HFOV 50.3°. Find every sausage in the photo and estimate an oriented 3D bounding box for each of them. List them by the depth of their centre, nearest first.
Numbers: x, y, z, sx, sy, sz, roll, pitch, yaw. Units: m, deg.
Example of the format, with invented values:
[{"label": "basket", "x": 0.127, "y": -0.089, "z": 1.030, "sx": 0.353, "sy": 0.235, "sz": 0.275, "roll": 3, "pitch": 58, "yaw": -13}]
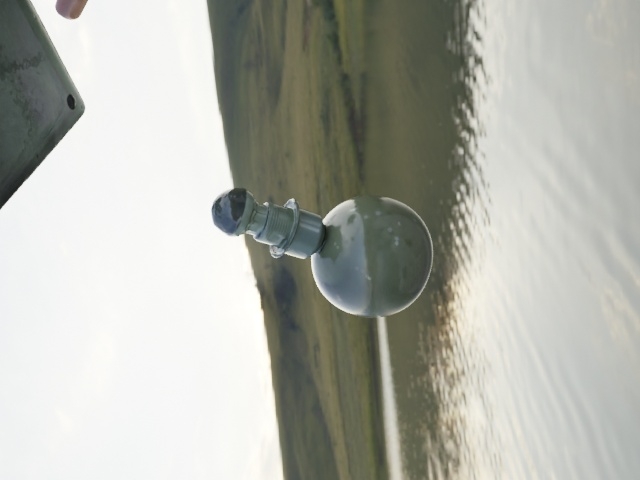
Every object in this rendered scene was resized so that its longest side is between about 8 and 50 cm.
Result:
[{"label": "sausage", "x": -0.306, "y": -0.309, "z": 0.852, "sx": 0.083, "sy": 0.034, "sz": 0.034, "roll": -36, "pitch": 48, "yaw": 45}]

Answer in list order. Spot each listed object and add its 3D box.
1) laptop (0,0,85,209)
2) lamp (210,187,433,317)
[{"label": "laptop", "x": -0.265, "y": -0.102, "z": 0.474, "sx": 0.269, "sy": 0.015, "sz": 0.187, "roll": -73, "pitch": -28, "yaw": -47}, {"label": "lamp", "x": 0.000, "y": 0.000, "z": 0.485, "sx": 0.091, "sy": 0.163, "sz": 0.090, "roll": -46, "pitch": 35, "yaw": 46}]
